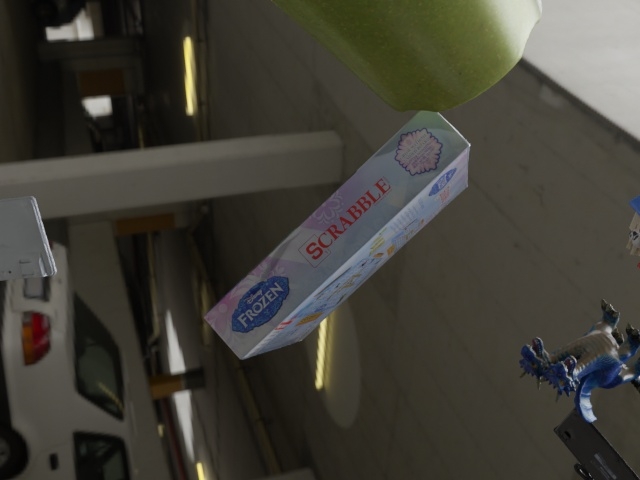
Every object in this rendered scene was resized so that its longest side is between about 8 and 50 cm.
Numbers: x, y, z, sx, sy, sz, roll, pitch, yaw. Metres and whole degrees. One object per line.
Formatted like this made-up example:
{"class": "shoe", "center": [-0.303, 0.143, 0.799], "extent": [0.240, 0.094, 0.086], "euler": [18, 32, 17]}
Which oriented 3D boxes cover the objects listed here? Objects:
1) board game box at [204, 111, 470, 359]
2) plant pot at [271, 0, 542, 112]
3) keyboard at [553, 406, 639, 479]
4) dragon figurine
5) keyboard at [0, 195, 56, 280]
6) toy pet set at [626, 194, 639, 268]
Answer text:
{"class": "board game box", "center": [0.039, 0.002, 0.980], "extent": [0.066, 0.318, 0.318], "euler": [48, 4, 9]}
{"class": "plant pot", "center": [0.065, -0.259, 0.741], "extent": [0.254, 0.276, 0.276], "euler": [44, 8, -36]}
{"class": "keyboard", "center": [0.424, 0.341, 1.237], "extent": [0.180, 0.023, 0.108], "euler": [53, -33, 26]}
{"class": "dragon figurine", "center": [0.339, 0.170, 1.045], "extent": [0.085, 0.144, 0.289], "euler": [52, 2, 38]}
{"class": "keyboard", "center": [-0.355, 0.008, 0.743], "extent": [0.014, 0.256, 0.072], "euler": [-40, 122, -69]}
{"class": "toy pet set", "center": [0.442, -0.014, 1.030], "extent": [0.114, 0.122, 0.065], "euler": [-100, -161, -57]}
